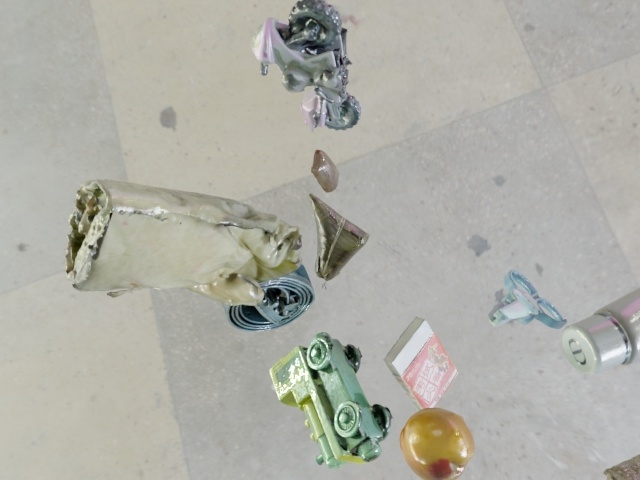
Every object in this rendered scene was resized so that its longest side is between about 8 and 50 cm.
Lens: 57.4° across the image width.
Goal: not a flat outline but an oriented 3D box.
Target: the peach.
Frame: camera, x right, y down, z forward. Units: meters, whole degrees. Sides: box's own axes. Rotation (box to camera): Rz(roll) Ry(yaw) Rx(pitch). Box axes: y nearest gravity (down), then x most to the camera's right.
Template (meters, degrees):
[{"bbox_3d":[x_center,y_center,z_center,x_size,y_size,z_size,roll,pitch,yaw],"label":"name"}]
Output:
[{"bbox_3d":[0.213,0.377,1.083,0.138,0.138,0.138,-3,76,13],"label":"peach"}]

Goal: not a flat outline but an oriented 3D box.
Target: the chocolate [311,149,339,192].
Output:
[{"bbox_3d":[0.015,-0.141,1.173,0.031,0.101,0.065,-1,62,23],"label":"chocolate"}]

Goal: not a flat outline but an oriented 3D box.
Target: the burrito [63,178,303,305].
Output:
[{"bbox_3d":[-0.186,0.000,0.842,0.190,0.331,0.135,-52,47,29],"label":"burrito"}]

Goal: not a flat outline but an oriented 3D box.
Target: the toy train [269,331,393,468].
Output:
[{"bbox_3d":[0.024,0.416,1.484,0.237,0.150,0.369,-45,44,18],"label":"toy train"}]

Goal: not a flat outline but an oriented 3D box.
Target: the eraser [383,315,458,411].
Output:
[{"bbox_3d":[0.269,0.334,1.544,0.157,0.230,0.038,-47,31,-24],"label":"eraser"}]

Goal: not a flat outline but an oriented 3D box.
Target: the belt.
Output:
[{"bbox_3d":[-0.131,0.119,1.344,0.206,0.267,0.116,-34,57,13],"label":"belt"}]

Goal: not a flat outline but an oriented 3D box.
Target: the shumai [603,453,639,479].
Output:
[{"bbox_3d":[0.555,0.452,1.010,0.145,0.145,0.116,15,119,17],"label":"shumai"}]

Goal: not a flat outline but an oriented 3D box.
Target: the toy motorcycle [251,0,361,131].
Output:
[{"bbox_3d":[-0.027,-0.345,1.195,0.187,0.327,0.143,1,58,15],"label":"toy motorcycle"}]

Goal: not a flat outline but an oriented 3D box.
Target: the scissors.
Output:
[{"bbox_3d":[0.315,0.104,0.920,0.125,0.256,0.030,48,116,21],"label":"scissors"}]

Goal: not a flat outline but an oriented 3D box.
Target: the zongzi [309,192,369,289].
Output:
[{"bbox_3d":[0.000,0.000,1.467,0.184,0.084,0.187,37,120,-3],"label":"zongzi"}]

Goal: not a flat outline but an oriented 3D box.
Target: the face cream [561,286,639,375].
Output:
[{"bbox_3d":[0.532,0.126,0.929,0.314,0.089,0.143,-16,78,-15],"label":"face cream"}]
